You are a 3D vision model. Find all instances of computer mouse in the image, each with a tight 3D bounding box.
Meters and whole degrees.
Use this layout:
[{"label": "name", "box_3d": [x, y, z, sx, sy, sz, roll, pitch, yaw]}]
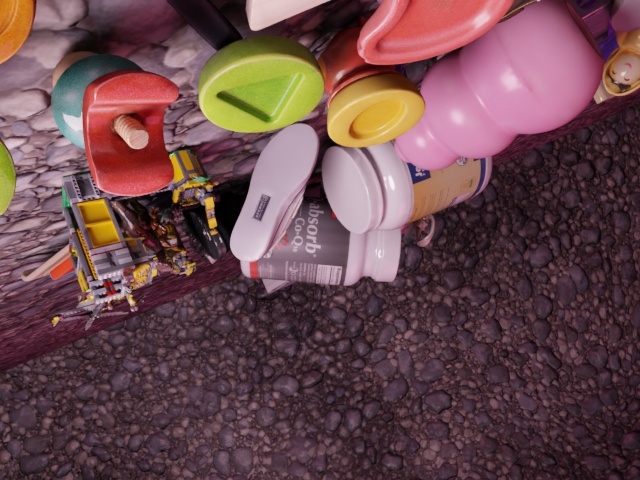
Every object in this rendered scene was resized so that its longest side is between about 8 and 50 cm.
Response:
[{"label": "computer mouse", "box_3d": [-0.332, -0.060, 0.977, 0.242, 0.041, 0.071, -15, -170, -31]}]

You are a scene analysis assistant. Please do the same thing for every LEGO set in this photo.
[{"label": "LEGO set", "box_3d": [-0.280, 0.026, 0.859, 0.255, 0.192, 0.331, -12, 157, -40]}]

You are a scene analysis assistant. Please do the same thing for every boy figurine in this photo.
[{"label": "boy figurine", "box_3d": [0.576, -0.375, 0.916, 0.092, 0.177, 0.285, -47, 169, -40]}]

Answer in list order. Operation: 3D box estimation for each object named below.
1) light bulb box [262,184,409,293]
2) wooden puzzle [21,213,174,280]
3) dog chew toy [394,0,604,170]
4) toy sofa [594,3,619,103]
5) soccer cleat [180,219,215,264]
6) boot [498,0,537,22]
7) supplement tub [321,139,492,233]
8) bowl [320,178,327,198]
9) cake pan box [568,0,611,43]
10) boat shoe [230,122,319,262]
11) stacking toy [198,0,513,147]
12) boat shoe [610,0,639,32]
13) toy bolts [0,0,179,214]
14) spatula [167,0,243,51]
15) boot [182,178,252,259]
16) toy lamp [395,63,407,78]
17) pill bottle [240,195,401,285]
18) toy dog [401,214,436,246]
[{"label": "light bulb box", "box_3d": [0.005, -0.029, 1.660, 0.361, 0.225, 0.358, -21, 174, -30]}, {"label": "wooden puzzle", "box_3d": [-0.436, 0.016, 1.080, 0.239, 0.044, 0.221, -25, -179, 24]}, {"label": "dog chew toy", "box_3d": [0.255, -0.225, 0.847, 0.332, 0.206, 0.207, -33, 170, 38]}, {"label": "toy sofa", "box_3d": [0.656, -0.416, 1.058, 0.177, 0.150, 0.362, -23, 174, -16]}, {"label": "soccer cleat", "box_3d": [-0.267, -0.022, 1.339, 0.116, 0.108, 0.318, -43, 177, -14]}, {"label": "boot", "box_3d": [0.232, -0.314, 0.619, 0.106, 0.082, 0.219, -23, 177, -30]}, {"label": "supplement tub", "box_3d": [0.185, -0.155, 1.172, 0.317, 0.228, 0.228, -22, 174, -22]}, {"label": "bowl", "box_3d": [0.062, -0.161, 1.378, 0.170, 0.080, 0.170, -23, 174, -2]}, {"label": "cake pan box", "box_3d": [0.393, -0.355, 0.987, 0.267, 0.070, 0.246, -26, 176, 28]}, {"label": "boat shoe", "box_3d": [-0.074, -0.083, 0.980, 0.267, 0.096, 0.088, -68, 168, 8]}, {"label": "stacking toy", "box_3d": [0.018, -0.232, 0.557, 0.280, 0.130, 0.309, -4, 159, -25]}, {"label": "boat shoe", "box_3d": [0.461, -0.382, 0.767, 0.078, 0.070, 0.219, -7, 165, 20]}, {"label": "toy bolts", "box_3d": [-0.235, -0.132, 0.412, 0.229, 0.158, 0.218, -6, 124, -39]}, {"label": "spatula", "box_3d": [-0.125, -0.206, 0.424, 0.084, 0.030, 0.296, -27, 174, 13]}, {"label": "boot", "box_3d": [-0.158, -0.058, 1.094, 0.207, 0.094, 0.246, -24, -159, -18]}, {"label": "toy lamp", "box_3d": [0.092, -0.229, 0.880, 0.080, 0.080, 0.274, -23, 175, -3]}, {"label": "pill bottle", "box_3d": [0.000, 0.000, 1.303, 0.363, 0.210, 0.210, 4, 173, -1]}, {"label": "toy dog", "box_3d": [0.246, -0.166, 1.436, 0.333, 0.161, 0.220, -64, -159, 8]}]
